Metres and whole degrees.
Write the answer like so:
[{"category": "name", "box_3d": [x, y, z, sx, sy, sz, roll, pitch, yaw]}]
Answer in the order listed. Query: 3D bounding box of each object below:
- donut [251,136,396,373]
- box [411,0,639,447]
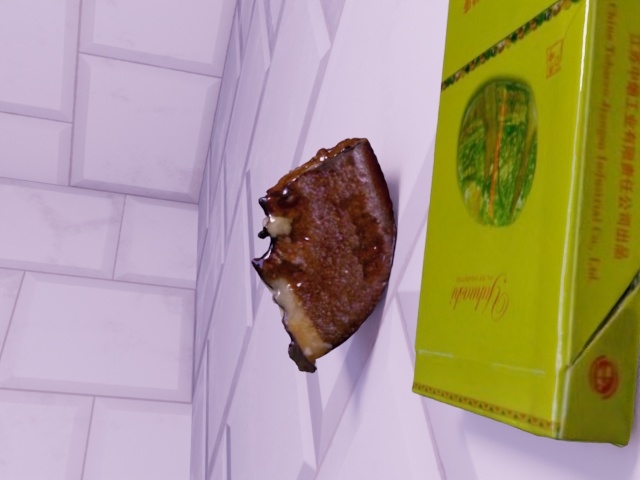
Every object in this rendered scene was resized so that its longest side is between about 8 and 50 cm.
[{"category": "donut", "box_3d": [0.007, 0.008, 0.750, 0.126, 0.144, 0.187, -120, 8, -78]}, {"category": "box", "box_3d": [0.119, -0.065, 0.448, 0.187, 0.047, 0.335, 164, 114, -75]}]
